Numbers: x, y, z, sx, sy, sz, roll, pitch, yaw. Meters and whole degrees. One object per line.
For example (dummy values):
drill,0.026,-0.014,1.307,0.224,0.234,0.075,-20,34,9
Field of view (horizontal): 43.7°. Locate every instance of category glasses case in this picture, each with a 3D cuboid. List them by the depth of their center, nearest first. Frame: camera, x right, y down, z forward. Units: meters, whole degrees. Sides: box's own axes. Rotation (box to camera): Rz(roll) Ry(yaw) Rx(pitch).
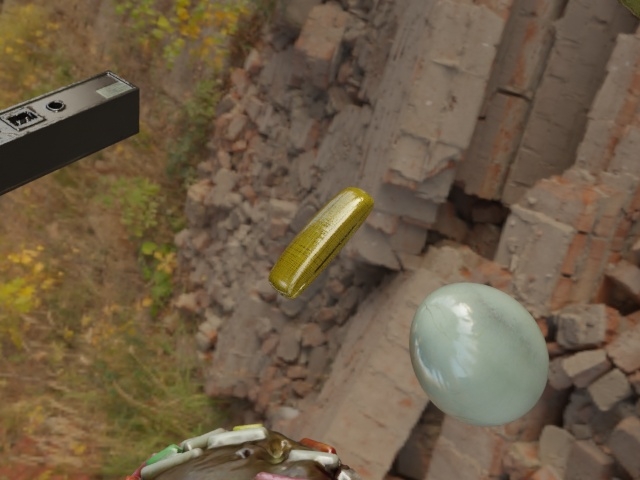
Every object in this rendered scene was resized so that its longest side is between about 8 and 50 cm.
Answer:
glasses case,0.000,0.000,1.382,0.234,0.064,0.079,-49,45,-13

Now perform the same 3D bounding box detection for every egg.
egg,0.216,0.155,1.104,0.183,0.264,0.182,-16,51,20

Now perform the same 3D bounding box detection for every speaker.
speaker,-0.220,-0.074,0.594,0.040,0.191,0.046,33,135,23

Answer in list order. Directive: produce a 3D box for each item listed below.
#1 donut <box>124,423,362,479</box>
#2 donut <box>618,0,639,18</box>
donut,-0.034,0.212,0.338,0.270,0.103,0.269,177,90,-66
donut,0.267,-0.202,0.438,0.272,0.272,0.107,-17,44,55
